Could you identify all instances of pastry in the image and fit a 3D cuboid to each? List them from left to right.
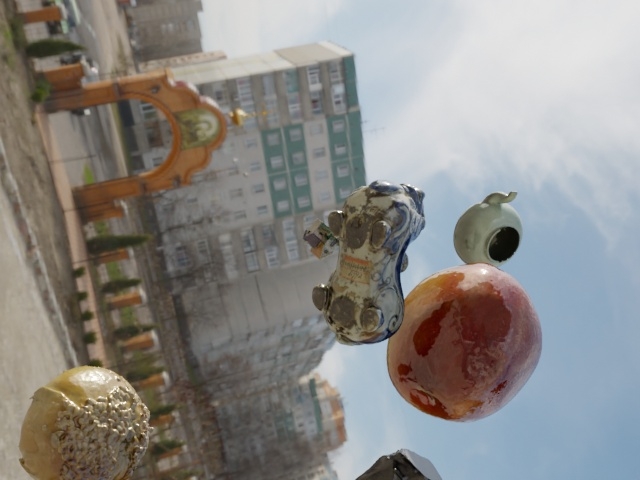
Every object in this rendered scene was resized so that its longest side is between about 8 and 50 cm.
[{"bbox_3d":[-0.502,0.428,1.424,0.316,0.184,0.285,53,44,-53],"label":"pastry"}]

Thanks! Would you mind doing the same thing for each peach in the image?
[{"bbox_3d":[0.273,0.203,1.246,0.307,0.332,0.308,17,-55,26],"label":"peach"}]

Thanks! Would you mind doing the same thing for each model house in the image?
[{"bbox_3d":[0.000,0.000,2.084,0.100,0.100,0.088,44,-1,-31],"label":"model house"}]

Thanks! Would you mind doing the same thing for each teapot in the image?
[{"bbox_3d":[0.450,-0.010,1.699,0.129,0.193,0.295,-136,-135,-56],"label":"teapot"}]

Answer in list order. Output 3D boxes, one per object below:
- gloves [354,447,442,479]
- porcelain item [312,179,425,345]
[{"bbox_3d":[0.107,0.554,1.329,0.197,0.301,0.152,36,28,-35],"label":"gloves"},{"bbox_3d":[0.095,0.036,1.098,0.138,0.186,0.288,16,-74,33],"label":"porcelain item"}]
